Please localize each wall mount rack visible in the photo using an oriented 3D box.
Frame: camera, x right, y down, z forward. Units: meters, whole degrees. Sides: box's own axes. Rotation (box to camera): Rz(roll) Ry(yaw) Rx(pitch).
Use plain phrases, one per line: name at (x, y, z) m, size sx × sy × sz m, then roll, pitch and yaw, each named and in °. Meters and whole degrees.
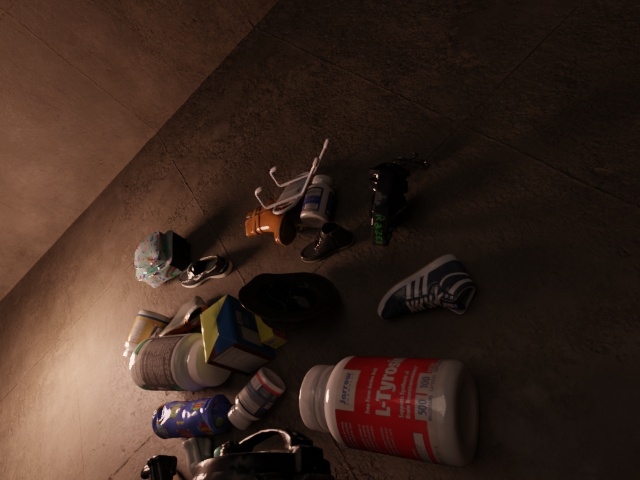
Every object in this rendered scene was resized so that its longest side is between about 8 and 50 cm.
wall mount rack at (-0.088, -0.253, 1.633) m, size 0.304 × 0.130 × 0.350 m, roll -19°, pitch 27°, yaw 24°

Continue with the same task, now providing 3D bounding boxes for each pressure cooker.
pressure cooker at (-0.135, 0.668, 0.977) m, size 0.370 × 0.375 × 0.420 m, roll -5°, pitch 52°, yaw 1°

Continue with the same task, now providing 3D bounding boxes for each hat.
hat at (-0.106, 0.225, 1.395) m, size 0.331 × 0.331 × 0.133 m, roll 26°, pitch 121°, yaw 44°

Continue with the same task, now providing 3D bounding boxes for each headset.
headset at (0.249, -0.152, 1.356) m, size 0.185 × 0.243 × 0.394 m, roll 6°, pitch 45°, yaw 13°

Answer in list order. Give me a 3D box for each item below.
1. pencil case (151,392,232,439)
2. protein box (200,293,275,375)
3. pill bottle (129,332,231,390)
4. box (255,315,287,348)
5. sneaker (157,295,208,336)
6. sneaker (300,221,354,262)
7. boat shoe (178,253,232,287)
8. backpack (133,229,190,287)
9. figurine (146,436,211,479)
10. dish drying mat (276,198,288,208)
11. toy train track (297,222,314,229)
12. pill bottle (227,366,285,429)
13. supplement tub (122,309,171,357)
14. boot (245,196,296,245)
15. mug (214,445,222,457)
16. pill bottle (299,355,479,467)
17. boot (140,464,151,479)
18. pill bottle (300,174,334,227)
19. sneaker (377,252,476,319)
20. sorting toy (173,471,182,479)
pencil case at (-0.438, 0.605, 1.435) m, size 0.306 × 0.119 × 0.133 m, roll -19°, pitch 40°, yaw 27°
protein box at (-0.286, 0.330, 1.441) m, size 0.136 × 0.201 × 0.199 m, roll -36°, pitch 47°, yaw 14°
pill bottle at (-0.511, 0.448, 1.533) m, size 0.361 × 0.204 × 0.204 m, roll -12°, pitch 56°, yaw 32°
box at (-0.190, 0.267, 1.492) m, size 0.058 × 0.087 × 0.232 m, roll -35°, pitch 46°, yaw 14°
sneaker at (-0.578, 0.340, 1.742) m, size 0.262 × 0.099 × 0.121 m, roll -39°, pitch 38°, yaw -1°
sneaker at (0.000, 0.000, 1.498) m, size 0.222 × 0.118 × 0.083 m, roll -25°, pitch 50°, yaw 22°
boat shoe at (-0.526, 0.126, 1.830) m, size 0.303 × 0.091 × 0.114 m, roll -21°, pitch 51°, yaw 25°
backpack at (-0.774, 0.093, 1.982) m, size 0.254 × 0.191 × 0.225 m, roll -35°, pitch 48°, yaw 21°
figurine at (-0.437, 0.774, 1.334) m, size 0.215 × 0.092 × 0.209 m, roll -27°, pitch 52°, yaw 0°
dish drying mat at (-0.153, -0.151, 1.676) m, size 0.032 × 0.008 × 0.083 m, roll -27°, pitch 34°, yaw -6°
toy train track at (-0.054, -0.055, 1.649) m, size 0.083 × 0.014 × 0.048 m, roll 6°, pitch 59°, yaw 33°
pill bottle at (-0.208, 0.509, 1.334) m, size 0.180 × 0.108 × 0.108 m, roll -49°, pitch 45°, yaw 1°
supplement tub at (-0.737, 0.409, 1.769) m, size 0.144 × 0.144 × 0.199 m, roll -1°, pitch 62°, yaw 36°
boot at (-0.216, -0.062, 1.695) m, size 0.220 × 0.109 × 0.283 m, roll -19°, pitch 47°, yaw 19°
mug at (-0.283, 0.725, 1.258) m, size 0.130 × 0.097 × 0.157 m, roll 5°, pitch 65°, yaw 39°
pill bottle at (0.161, 0.407, 1.038) m, size 0.408 × 0.229 × 0.229 m, roll -8°, pitch 58°, yaw 33°
boot at (-0.584, 0.824, 1.438) m, size 0.121 × 0.045 × 0.099 m, roll -41°, pitch 31°, yaw 12°
pill bottle at (-0.005, -0.154, 1.607) m, size 0.112 × 0.112 × 0.186 m, roll -5°, pitch 59°, yaw 35°
sneaker at (0.302, 0.169, 1.177) m, size 0.282 × 0.099 × 0.153 m, roll -37°, pitch 45°, yaw 8°
sorting toy at (-0.498, 0.888, 1.355) m, size 0.208 × 0.038 × 0.193 m, roll 26°, pitch 80°, yaw 44°
